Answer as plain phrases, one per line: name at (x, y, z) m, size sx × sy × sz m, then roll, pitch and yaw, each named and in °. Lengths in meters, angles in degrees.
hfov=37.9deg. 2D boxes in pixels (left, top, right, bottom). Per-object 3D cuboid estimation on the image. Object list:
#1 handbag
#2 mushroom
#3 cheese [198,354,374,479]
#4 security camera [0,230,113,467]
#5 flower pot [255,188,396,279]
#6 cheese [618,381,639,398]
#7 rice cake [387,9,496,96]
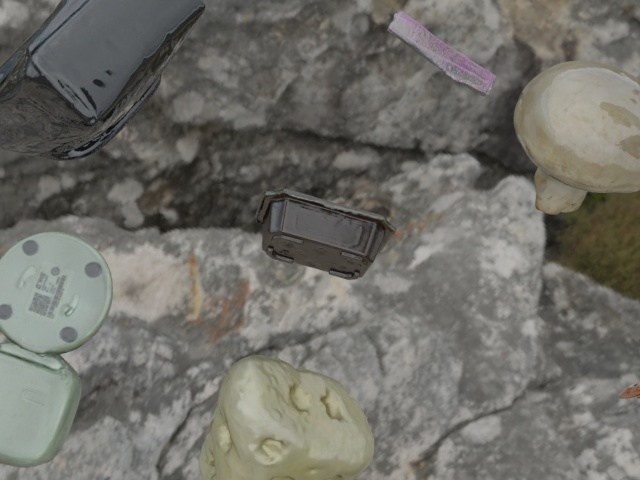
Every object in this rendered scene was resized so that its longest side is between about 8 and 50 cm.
handbag at (-0.323, -0.232, 1.287) m, size 0.178 × 0.275 × 0.302 m, roll 44°, pitch 51°, yaw -19°
mushroom at (0.333, -0.120, 1.178) m, size 0.204 × 0.204 × 0.204 m, roll 13°, pitch 53°, yaw -18°
cheese at (-0.038, 0.268, 1.322) m, size 0.248 × 0.251 × 0.173 m, roll -10°, pitch 40°, yaw -20°
security camera at (-0.362, 0.137, 1.192) m, size 0.157 × 0.080 × 0.301 m, roll 18°, pitch 85°, yaw 5°
flower pot at (0.000, 0.000, 1.702) m, size 0.251 × 0.179 × 0.084 m, roll 15°, pitch 66°, yaw -7°
cheese at (0.448, 0.136, 1.130) m, size 0.106 × 0.256 × 0.037 m, roll -6°, pitch 56°, yaw -19°
rice cake at (0.203, -0.311, 1.553) m, size 0.207 × 0.047 × 0.036 m, roll 35°, pitch 9°, yaw -6°
